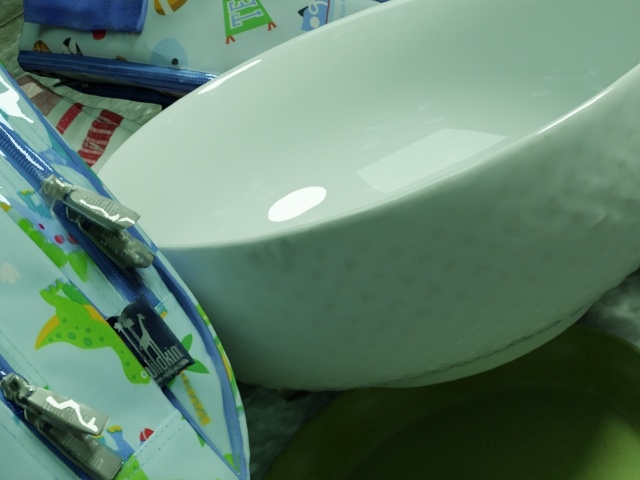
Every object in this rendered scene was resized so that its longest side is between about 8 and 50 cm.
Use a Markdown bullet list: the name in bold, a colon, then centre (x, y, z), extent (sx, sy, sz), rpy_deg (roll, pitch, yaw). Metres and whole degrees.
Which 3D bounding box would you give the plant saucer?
- **plant saucer**: centre (0.073, 0.134, 0.859), extent (0.241, 0.037, 0.241), rpy_deg (-20, 31, 13)

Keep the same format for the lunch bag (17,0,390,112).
- **lunch bag**: centre (-0.082, -0.144, 1.237), extent (0.243, 0.115, 0.303), rpy_deg (5, 4, -37)

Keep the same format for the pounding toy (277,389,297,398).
- **pounding toy**: centre (0.000, 0.006, 1.066), extent (0.206, 0.094, 0.181), rpy_deg (0, 39, 40)

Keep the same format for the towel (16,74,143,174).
- **towel**: centre (-0.208, -0.010, 1.110), extent (0.237, 0.037, 0.329), rpy_deg (-38, 33, -22)

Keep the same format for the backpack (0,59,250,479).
- **backpack**: centre (-0.189, 0.060, 0.770), extent (0.273, 0.355, 0.290), rpy_deg (-57, 10, -25)

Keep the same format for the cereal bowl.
- **cereal bowl**: centre (0.054, -0.022, 0.893), extent (0.339, 0.141, 0.339), rpy_deg (-18, 21, 7)
